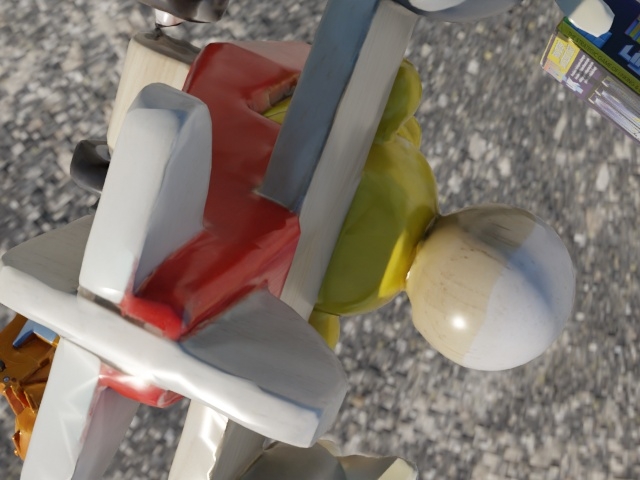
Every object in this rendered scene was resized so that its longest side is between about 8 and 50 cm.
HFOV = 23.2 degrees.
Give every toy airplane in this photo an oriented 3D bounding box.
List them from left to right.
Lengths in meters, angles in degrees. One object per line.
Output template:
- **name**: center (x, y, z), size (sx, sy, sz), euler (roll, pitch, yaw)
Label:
- **toy airplane**: center (0.000, 0.000, 0.759), size (0.272, 0.384, 0.386), euler (18, 155, -7)

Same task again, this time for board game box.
- **board game box**: center (0.215, -0.100, 1.014), size (0.141, 0.170, 0.048), euler (40, 92, 4)

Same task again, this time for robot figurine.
- **robot figurine**: center (-0.153, 0.053, 1.293), size (0.085, 0.291, 0.211), euler (30, 153, 25)
